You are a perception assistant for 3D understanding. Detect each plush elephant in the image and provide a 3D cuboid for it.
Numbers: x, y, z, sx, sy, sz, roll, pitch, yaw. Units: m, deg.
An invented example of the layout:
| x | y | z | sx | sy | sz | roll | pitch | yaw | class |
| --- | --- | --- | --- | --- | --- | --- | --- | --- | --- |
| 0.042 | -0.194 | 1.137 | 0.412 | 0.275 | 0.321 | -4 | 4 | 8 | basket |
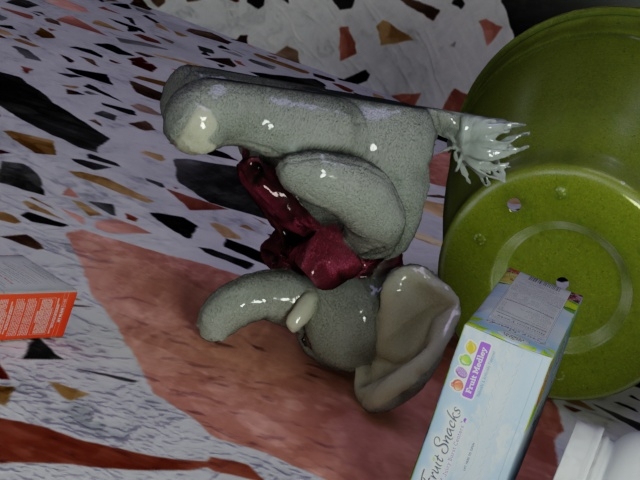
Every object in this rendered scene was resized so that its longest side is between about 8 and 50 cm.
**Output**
| x | y | z | sx | sy | sz | roll | pitch | yaw | class |
| --- | --- | --- | --- | --- | --- | --- | --- | --- | --- |
| 0.000 | 0.000 | 1.466 | 0.330 | 0.255 | 0.272 | 8 | 8 | -14 | plush elephant |

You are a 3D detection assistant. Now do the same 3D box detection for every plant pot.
| x | y | z | sx | sy | sz | roll | pitch | yaw | class |
| --- | --- | --- | --- | --- | --- | --- | --- | --- | --- |
| 0.272 | -0.015 | 1.722 | 0.366 | 0.366 | 0.353 | 22 | 27 | 9 | plant pot |

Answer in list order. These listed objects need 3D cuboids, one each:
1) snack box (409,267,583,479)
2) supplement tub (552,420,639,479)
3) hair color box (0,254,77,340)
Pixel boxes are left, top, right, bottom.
| x | y | z | sx | sy | sz | roll | pitch | yaw | class |
| --- | --- | --- | --- | --- | --- | --- | --- | --- | --- |
| 0.123 | 0.126 | 1.241 | 0.070 | 0.174 | 0.207 | 21 | 13 | 9 | snack box |
| 0.241 | 0.213 | 1.133 | 0.199 | 0.144 | 0.144 | 22 | 14 | 10 | supplement tub |
| -0.262 | 0.044 | 1.309 | 0.072 | 0.043 | 0.141 | 29 | 16 | 33 | hair color box |
